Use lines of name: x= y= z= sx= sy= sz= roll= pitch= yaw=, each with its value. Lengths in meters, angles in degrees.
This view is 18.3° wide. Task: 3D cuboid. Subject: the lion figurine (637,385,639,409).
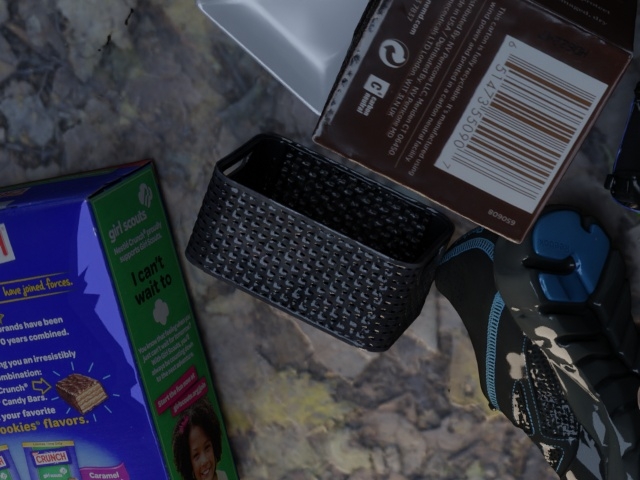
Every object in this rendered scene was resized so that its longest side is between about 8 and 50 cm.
lion figurine: x=0.365 y=0.062 z=1.414 sx=0.142 sy=0.240 sz=0.392 roll=49 pitch=134 yaw=25

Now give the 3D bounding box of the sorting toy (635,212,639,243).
sorting toy: x=0.273 y=-0.002 z=1.502 sx=0.062 sy=0.012 sz=0.083 roll=-23 pitch=121 yaw=31

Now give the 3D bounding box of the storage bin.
storage bin: x=0.000 y=0.000 z=1.561 sx=0.180 sy=0.122 sz=0.084 roll=27 pitch=115 yaw=11

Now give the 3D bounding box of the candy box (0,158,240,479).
candy box: x=-0.240 y=0.112 z=1.695 sx=0.268 sy=0.122 sz=0.317 roll=-8 pitch=106 yaw=25

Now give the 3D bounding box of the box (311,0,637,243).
box: x=0.114 y=-0.138 z=1.403 sx=0.167 sy=0.203 sz=0.168 roll=26 pitch=118 yaw=-3

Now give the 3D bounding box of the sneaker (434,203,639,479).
sneaker: x=0.211 y=0.128 z=1.546 sx=0.139 sy=0.125 sz=0.341 roll=-11 pitch=109 yaw=53

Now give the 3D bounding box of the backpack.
backpack: x=0.281 y=-0.063 z=1.449 sx=0.114 sy=0.084 sz=0.105 roll=23 pitch=115 yaw=19

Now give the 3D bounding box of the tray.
tray: x=0.032 y=-0.235 z=1.519 sx=0.145 sy=0.030 sz=0.270 roll=43 pitch=118 yaw=4
